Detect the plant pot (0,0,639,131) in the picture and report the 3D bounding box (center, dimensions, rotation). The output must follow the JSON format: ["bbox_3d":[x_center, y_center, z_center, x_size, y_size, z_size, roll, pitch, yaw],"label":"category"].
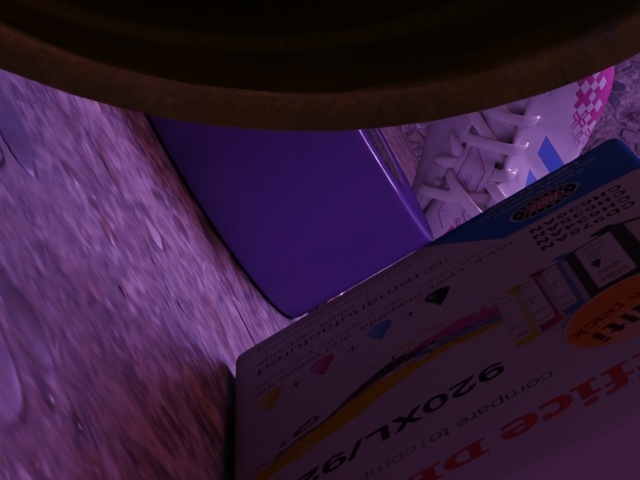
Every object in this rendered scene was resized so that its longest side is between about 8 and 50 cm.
[{"bbox_3d":[-0.036,-0.236,0.555,0.366,0.366,0.353,59,-5,-15],"label":"plant pot"}]

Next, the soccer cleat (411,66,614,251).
[{"bbox_3d":[0.129,-0.064,1.307,0.143,0.116,0.331,-45,151,-46],"label":"soccer cleat"}]

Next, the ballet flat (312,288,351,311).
[{"bbox_3d":[0.000,0.000,0.972,0.041,0.041,0.114,53,10,-49],"label":"ballet flat"}]

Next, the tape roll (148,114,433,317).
[{"bbox_3d":[-0.025,-0.062,0.875,0.189,0.080,0.189,59,5,-9],"label":"tape roll"}]

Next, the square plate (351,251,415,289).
[{"bbox_3d":[0.084,0.107,1.120,0.344,0.049,0.347,65,7,34],"label":"square plate"}]

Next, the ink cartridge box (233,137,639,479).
[{"bbox_3d":[0.083,0.098,0.568,0.168,0.171,0.233,59,6,-14],"label":"ink cartridge box"}]
